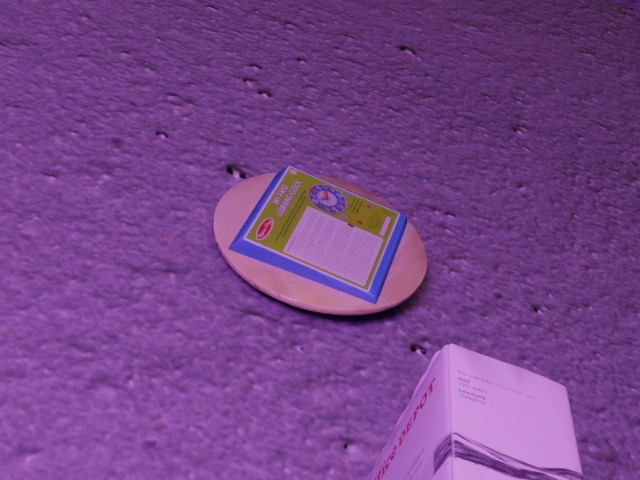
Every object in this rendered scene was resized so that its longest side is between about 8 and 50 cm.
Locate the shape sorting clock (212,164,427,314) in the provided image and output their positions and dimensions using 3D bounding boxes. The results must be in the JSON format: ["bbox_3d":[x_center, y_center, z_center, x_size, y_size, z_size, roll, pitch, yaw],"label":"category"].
[{"bbox_3d":[0.000,0.000,0.913,0.206,0.040,0.206,14,37,-11],"label":"shape sorting clock"}]

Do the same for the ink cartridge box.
[{"bbox_3d":[0.085,0.194,0.573,0.092,0.160,0.219,20,33,-6],"label":"ink cartridge box"}]
